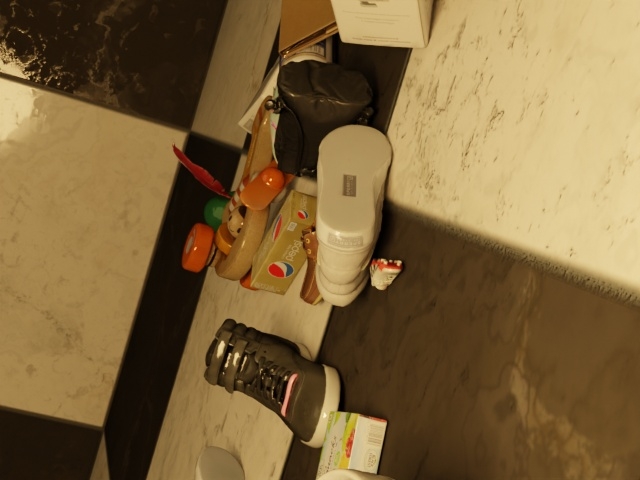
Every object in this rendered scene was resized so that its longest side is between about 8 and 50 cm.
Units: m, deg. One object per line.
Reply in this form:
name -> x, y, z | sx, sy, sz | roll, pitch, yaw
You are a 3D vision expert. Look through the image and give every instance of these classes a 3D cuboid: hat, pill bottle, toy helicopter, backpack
hat -> -0.211, -0.058, 1.985 | 0.208, 0.183, 0.173 | -120, 48, -69
pill bottle -> -0.021, -0.313, 1.741 | 0.169, 0.094, 0.094 | -89, 21, -44
toy helicopter -> -0.112, -0.102, 1.787 | 0.235, 0.140, 0.355 | 137, 148, -59
backpack -> -0.005, -0.171, 1.496 | 0.182, 0.152, 0.115 | 106, 176, -55

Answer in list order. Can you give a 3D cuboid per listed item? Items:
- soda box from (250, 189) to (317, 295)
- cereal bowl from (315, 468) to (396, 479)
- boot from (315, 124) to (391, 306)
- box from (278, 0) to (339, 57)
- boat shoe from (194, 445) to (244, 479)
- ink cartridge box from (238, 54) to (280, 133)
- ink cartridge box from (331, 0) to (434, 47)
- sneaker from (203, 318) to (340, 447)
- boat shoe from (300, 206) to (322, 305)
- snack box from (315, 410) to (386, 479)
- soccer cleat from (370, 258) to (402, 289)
soda box -> -0.051, 0.006, 1.604 | 0.181, 0.058, 0.061 | 123, 157, -46
cereal bowl -> 0.047, 0.349, 0.774 | 0.339, 0.141, 0.339 | -164, 90, -75
boot -> 0.031, -0.034, 1.302 | 0.258, 0.095, 0.123 | -75, -6, -53
box -> 0.006, -0.396, 1.701 | 0.164, 0.021, 0.201 | -24, 42, 24
boat shoe -> -0.153, 0.402, 1.546 | 0.076, 0.080, 0.228 | -60, 28, 22
ink cartridge box -> -0.069, -0.328, 2.047 | 0.225, 0.056, 0.181 | -60, 10, -19
ink cartridge box -> 0.074, -0.391, 1.229 | 0.283, 0.117, 0.207 | 66, -148, -66
sneaker -> -0.072, 0.181, 1.342 | 0.296, 0.147, 0.105 | -147, 75, -73
boat shoe -> 0.000, 0.000, 1.426 | 0.064, 0.060, 0.178 | -134, 60, -72
snack box -> 0.026, 0.258, 1.128 | 0.100, 0.037, 0.141 | 155, 129, -72
soccer cleat -> 0.074, 0.039, 1.197 | 0.083, 0.029, 0.036 | -178, 94, -78
